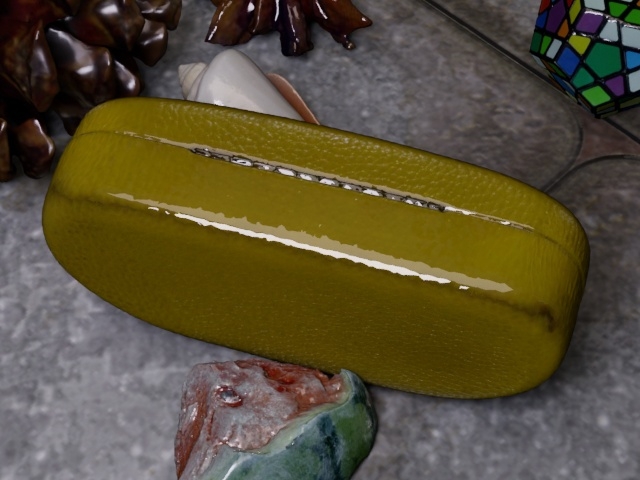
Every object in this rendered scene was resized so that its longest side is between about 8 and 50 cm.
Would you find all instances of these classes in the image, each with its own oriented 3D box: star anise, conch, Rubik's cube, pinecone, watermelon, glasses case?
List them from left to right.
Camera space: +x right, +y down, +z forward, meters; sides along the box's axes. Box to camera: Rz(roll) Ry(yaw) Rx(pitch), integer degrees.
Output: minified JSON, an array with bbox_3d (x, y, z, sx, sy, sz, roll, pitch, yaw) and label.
[{"bbox_3d":[-0.250,-0.162,1.180,0.309,0.244,0.244,-26,57,-29],"label":"pinecone"},{"bbox_3d":[-0.057,0.134,1.055,0.187,0.071,0.139,-34,56,-20],"label":"watermelon"},{"bbox_3d":[-0.038,-0.087,1.199,0.176,0.104,0.094,23,86,13],"label":"conch"},{"bbox_3d":[-0.032,-0.215,1.311,0.168,0.057,0.168,0,55,0],"label":"star anise"},{"bbox_3d":[0.000,0.000,1.081,0.371,0.173,0.141,14,56,9],"label":"glasses case"},{"bbox_3d":[0.234,-0.162,1.230,0.112,0.133,0.133,-46,61,4],"label":"Rubik's cube"}]
